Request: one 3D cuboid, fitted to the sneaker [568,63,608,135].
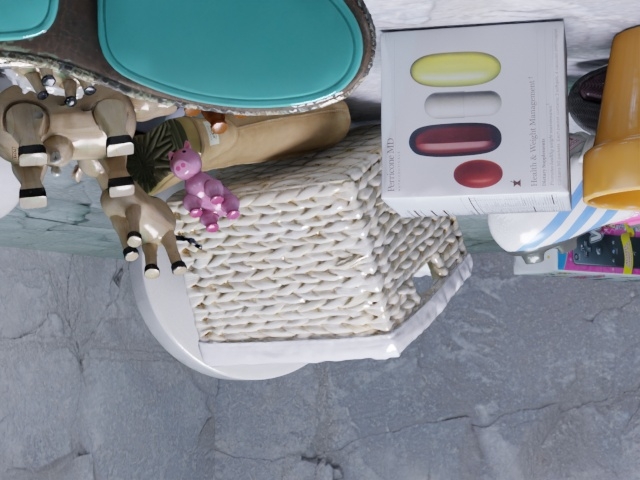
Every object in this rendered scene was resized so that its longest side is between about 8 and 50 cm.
[{"bbox_3d":[0.452,-0.165,1.614,0.281,0.106,0.162,-2,177,10],"label":"sneaker"}]

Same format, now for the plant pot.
[{"bbox_3d":[0.394,-0.139,1.447,0.205,0.187,0.205,-1,174,0],"label":"plant pot"}]

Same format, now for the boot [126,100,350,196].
[{"bbox_3d":[-0.128,-0.123,1.757,0.270,0.089,0.236,-13,180,-41],"label":"boot"}]

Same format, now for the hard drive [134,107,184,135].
[{"bbox_3d":[-0.316,-0.170,1.732,0.172,0.054,0.255,-4,173,29],"label":"hard drive"}]

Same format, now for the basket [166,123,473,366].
[{"bbox_3d":[0.000,0.000,1.882,0.331,0.266,0.328,-7,-163,29],"label":"basket"}]

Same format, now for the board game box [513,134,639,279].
[{"bbox_3d":[0.451,-0.049,2.127,0.303,0.224,0.097,4,174,-38],"label":"board game box"}]

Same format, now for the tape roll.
[{"bbox_3d":[-0.121,0.034,2.116,0.392,0.391,0.072,3,173,-27],"label":"tape roll"}]

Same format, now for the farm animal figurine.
[{"bbox_3d":[-0.242,-0.122,1.506,0.327,0.172,0.330,4,135,-29],"label":"farm animal figurine"}]

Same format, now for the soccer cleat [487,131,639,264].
[{"bbox_3d":[0.364,-0.086,1.622,0.331,0.143,0.116,-22,-156,-1],"label":"soccer cleat"}]

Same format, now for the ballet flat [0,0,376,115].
[{"bbox_3d":[-0.196,-0.208,1.086,0.483,0.164,0.182,6,-165,-4],"label":"ballet flat"}]

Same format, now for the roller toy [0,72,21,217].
[{"bbox_3d":[-0.452,-0.121,1.566,0.146,0.209,0.191,6,133,-46],"label":"roller toy"}]

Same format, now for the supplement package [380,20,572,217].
[{"bbox_3d":[0.179,-0.132,1.464,0.203,0.194,0.149,-2,173,12],"label":"supplement package"}]
